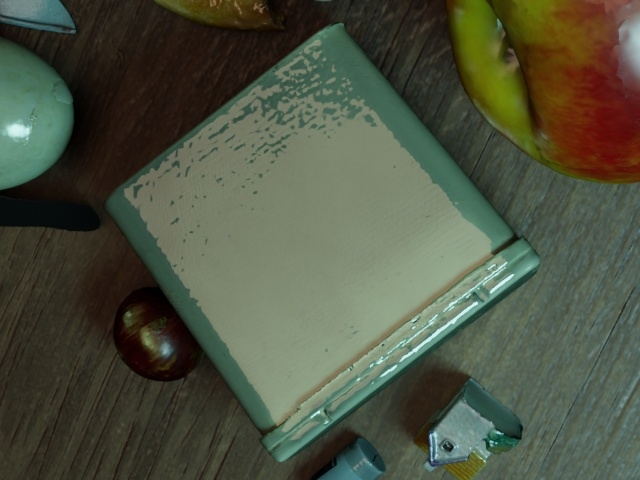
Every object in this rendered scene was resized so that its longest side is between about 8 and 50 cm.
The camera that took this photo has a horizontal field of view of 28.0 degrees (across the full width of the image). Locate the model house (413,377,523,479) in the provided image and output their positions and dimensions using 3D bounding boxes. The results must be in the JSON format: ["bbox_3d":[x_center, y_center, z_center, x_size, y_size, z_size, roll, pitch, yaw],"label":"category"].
[{"bbox_3d":[0.163,0.225,1.444,0.087,0.100,0.100,41,103,5],"label":"model house"}]

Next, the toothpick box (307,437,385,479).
[{"bbox_3d":[0.030,0.276,1.503,0.083,0.052,0.052,-42,84,13],"label":"toothpick box"}]

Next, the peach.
[{"bbox_3d":[0.315,-0.244,1.249,0.388,0.388,0.389,1,94,13],"label":"peach"}]

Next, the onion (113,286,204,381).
[{"bbox_3d":[-0.185,0.111,1.504,0.118,0.117,0.119,-20,63,46],"label":"onion"}]

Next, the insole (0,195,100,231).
[{"bbox_3d":[-0.390,-0.038,1.573,0.253,0.086,0.005,7,58,8],"label":"insole"}]

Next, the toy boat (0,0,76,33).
[{"bbox_3d":[-0.351,-0.285,1.567,0.122,0.034,0.096,9,96,3],"label":"toy boat"}]

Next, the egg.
[{"bbox_3d":[-0.410,-0.150,1.504,0.253,0.186,0.187,3,95,12],"label":"egg"}]

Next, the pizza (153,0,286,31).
[{"bbox_3d":[-0.151,-0.328,1.500,0.271,0.056,0.134,23,101,12],"label":"pizza"}]

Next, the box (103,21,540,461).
[{"bbox_3d":[0.000,0.000,1.409,0.352,0.177,0.344,-37,83,3],"label":"box"}]
